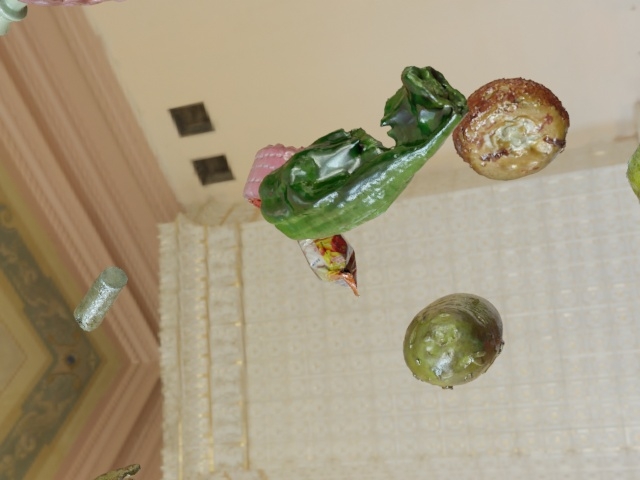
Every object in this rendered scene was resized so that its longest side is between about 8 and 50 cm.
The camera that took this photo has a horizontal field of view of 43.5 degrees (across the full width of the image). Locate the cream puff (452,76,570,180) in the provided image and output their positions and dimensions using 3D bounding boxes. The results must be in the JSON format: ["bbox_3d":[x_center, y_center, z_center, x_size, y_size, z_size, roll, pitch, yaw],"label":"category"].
[{"bbox_3d":[0.396,-0.236,1.676,0.164,0.239,0.240,-94,-16,-56],"label":"cream puff"}]

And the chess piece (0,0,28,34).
[{"bbox_3d":[-0.362,-0.280,0.939,0.059,0.149,0.059,28,-129,-43],"label":"chess piece"}]

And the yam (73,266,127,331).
[{"bbox_3d":[-0.558,0.149,2.032,0.078,0.179,0.078,32,-153,-18],"label":"yam"}]

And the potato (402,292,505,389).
[{"bbox_3d":[0.234,0.172,1.404,0.298,0.176,0.141,-18,-85,-72],"label":"potato"}]

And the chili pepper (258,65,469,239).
[{"bbox_3d":[0.036,-0.071,0.769,0.083,0.253,0.099,1,-117,-46],"label":"chili pepper"}]

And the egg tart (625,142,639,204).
[{"bbox_3d":[0.552,-0.137,1.271,0.197,0.078,0.197,-40,-26,-24],"label":"egg tart"}]

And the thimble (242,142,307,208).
[{"bbox_3d":[-0.062,-0.115,1.650,0.163,0.189,0.125,28,-102,-35],"label":"thimble"}]

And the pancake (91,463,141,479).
[{"bbox_3d":[-0.399,0.447,1.360,0.029,0.211,0.235,63,177,-6],"label":"pancake"}]

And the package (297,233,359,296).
[{"bbox_3d":[-0.002,-0.002,1.858,0.288,0.108,0.223,58,-176,17],"label":"package"}]

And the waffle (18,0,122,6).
[{"bbox_3d":[-0.176,-0.249,0.715,0.234,0.221,0.056,-13,-82,-26],"label":"waffle"}]
